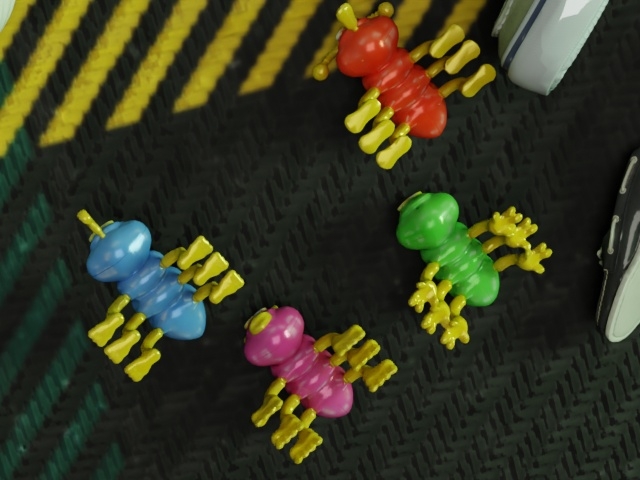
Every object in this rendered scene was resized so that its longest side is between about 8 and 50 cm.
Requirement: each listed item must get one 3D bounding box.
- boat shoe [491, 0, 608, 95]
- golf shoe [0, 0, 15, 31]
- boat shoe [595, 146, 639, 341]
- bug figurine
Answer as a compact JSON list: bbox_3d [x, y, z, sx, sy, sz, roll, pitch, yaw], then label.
[{"bbox_3d":[0.157,-0.235,0.864,0.094,0.109,0.302,22,89,3],"label":"boat shoe"},{"bbox_3d":[-0.277,-0.049,0.813,0.115,0.140,0.306,28,98,-14],"label":"golf shoe"},{"bbox_3d":[0.197,0.002,0.942,0.046,0.038,0.125,-4,114,-50],"label":"boat shoe"},{"bbox_3d":[0.000,0.000,0.896,0.279,0.072,0.216,-39,111,-3],"label":"bug figurine"}]
